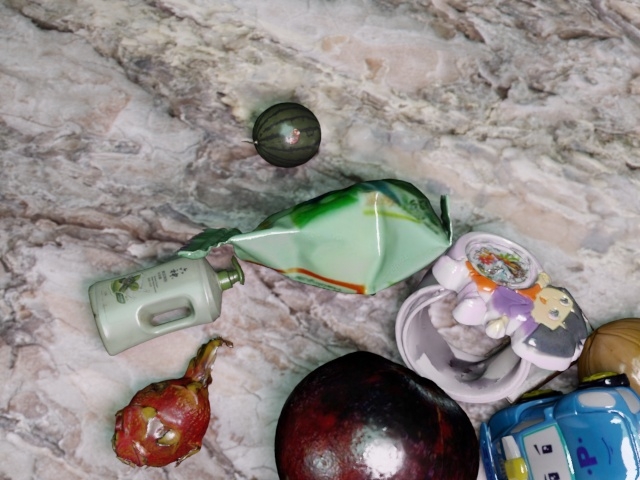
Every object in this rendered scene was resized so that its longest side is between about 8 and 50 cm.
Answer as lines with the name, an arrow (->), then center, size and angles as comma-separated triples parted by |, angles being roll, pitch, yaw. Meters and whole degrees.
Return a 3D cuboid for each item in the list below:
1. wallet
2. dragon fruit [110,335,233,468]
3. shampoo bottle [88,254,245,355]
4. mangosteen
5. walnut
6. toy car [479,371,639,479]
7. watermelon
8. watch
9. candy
wallet -> 0.343, 0.173, 1.603 | 0.176, 0.026, 0.095 | -35, 81, -2
dragon fruit -> -0.212, 0.240, 1.555 | 0.125, 0.125, 0.246 | 44, 58, -20
shampoo bottle -> -0.230, 0.087, 1.595 | 0.234, 0.087, 0.118 | -18, 75, -4
mangosteen -> 0.064, 0.308, 1.449 | 0.300, 0.300, 0.300 | 0, 78, 0
walnut -> 0.475, 0.212, 1.522 | 0.167, 0.167, 0.207 | -42, 88, -8
toy car -> 0.337, 0.299, 1.438 | 0.166, 0.314, 0.198 | -8, 78, -24
watermelon -> -0.065, -0.165, 1.636 | 0.133, 0.105, 0.105 | -11, 77, -22
watch -> 0.235, 0.137, 1.484 | 0.244, 0.231, 0.196 | 32, 35, 8
candy -> -0.001, -0.007, 1.525 | 0.398, 0.263, 0.172 | 1, 86, 0
